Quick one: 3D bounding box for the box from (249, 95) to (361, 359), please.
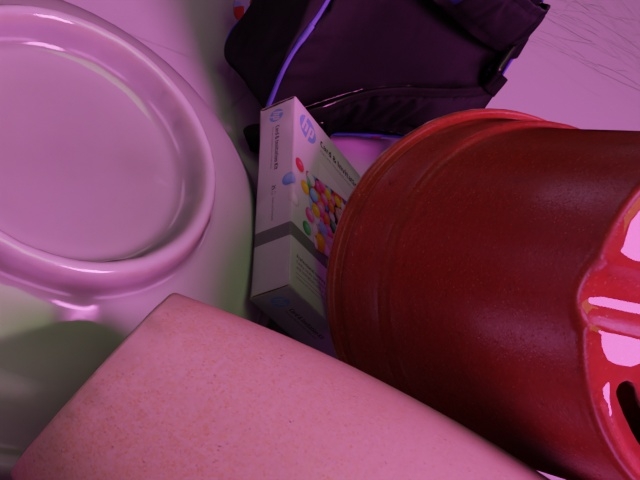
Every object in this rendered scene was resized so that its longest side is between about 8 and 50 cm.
[{"bbox_3d":[0.000,0.000,0.760,0.145,0.038,0.186,47,32,-43],"label":"box"}]

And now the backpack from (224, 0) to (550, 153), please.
[{"bbox_3d":[0.066,-0.212,0.875,0.263,0.276,0.213,10,41,-38],"label":"backpack"}]

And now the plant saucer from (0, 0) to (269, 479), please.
[{"bbox_3d":[-0.186,-0.046,0.637,0.400,0.100,0.400,22,48,-26],"label":"plant saucer"}]

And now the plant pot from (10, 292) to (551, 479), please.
[{"bbox_3d":[-0.019,0.165,0.508,0.274,0.256,0.256,42,42,-3],"label":"plant pot"}]

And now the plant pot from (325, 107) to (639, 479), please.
[{"bbox_3d":[0.174,0.042,0.602,0.272,0.265,0.272,-1,93,-19],"label":"plant pot"}]
